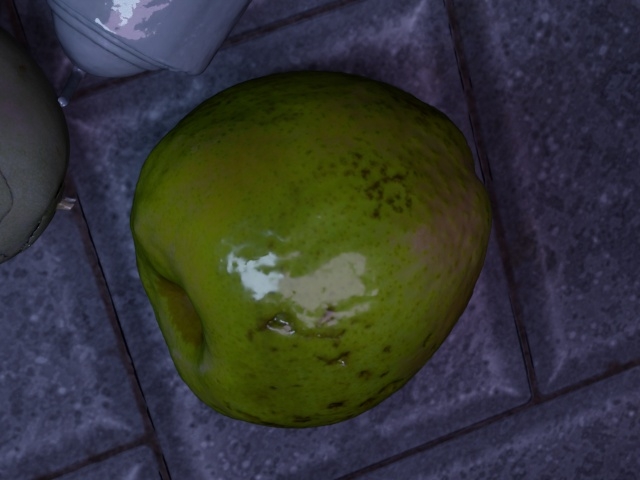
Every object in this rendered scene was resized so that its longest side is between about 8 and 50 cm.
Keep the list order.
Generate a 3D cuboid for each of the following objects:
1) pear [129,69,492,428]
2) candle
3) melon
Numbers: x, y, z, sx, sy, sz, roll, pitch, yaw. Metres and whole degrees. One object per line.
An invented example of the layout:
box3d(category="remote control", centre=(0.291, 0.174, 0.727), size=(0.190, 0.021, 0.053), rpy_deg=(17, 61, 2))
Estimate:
box3d(category="pear", centre=(0.000, 0.000, 1.920), size=(0.391, 0.391, 0.391), rpy_deg=(-7, 112, -17))
box3d(category="candle", centre=(-0.157, -0.293, 1.824), size=(0.221, 0.221, 0.342), rpy_deg=(31, 101, -27))
box3d(category="melon", centre=(-0.386, -0.104, 1.772), size=(0.330, 0.268, 0.268), rpy_deg=(27, 101, 5))
